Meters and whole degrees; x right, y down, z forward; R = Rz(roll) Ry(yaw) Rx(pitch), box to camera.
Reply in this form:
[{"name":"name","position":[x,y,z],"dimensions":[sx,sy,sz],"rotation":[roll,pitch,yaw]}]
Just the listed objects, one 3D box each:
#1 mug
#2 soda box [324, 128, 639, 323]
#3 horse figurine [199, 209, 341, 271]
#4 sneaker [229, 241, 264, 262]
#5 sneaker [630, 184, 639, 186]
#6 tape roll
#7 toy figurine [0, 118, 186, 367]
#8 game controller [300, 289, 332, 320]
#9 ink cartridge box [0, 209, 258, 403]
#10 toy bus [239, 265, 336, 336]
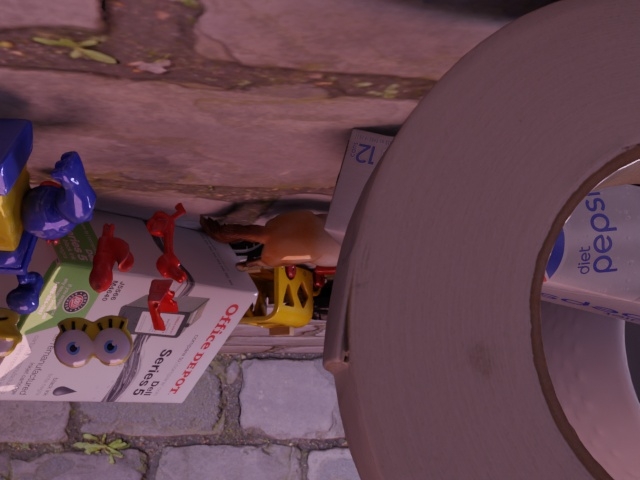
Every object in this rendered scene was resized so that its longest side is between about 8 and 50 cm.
[{"name":"mug","position":[0.369,0.185,0.932],"dimensions":[0.374,0.276,0.328],"rotation":[42,154,-6]},{"name":"soda box","position":[0.155,-0.009,0.676],"dimensions":[0.286,0.091,0.098],"rotation":[14,171,14]},{"name":"horse figurine","position":[0.000,0.000,0.937],"dimensions":[0.263,0.066,0.174],"rotation":[2,169,-15]},{"name":"sneaker","position":[-0.100,0.018,1.072],"dimensions":[0.109,0.040,0.044],"rotation":[-8,168,30]},{"name":"sneaker","position":[0.293,-0.046,0.718],"dimensions":[0.106,0.078,0.234],"rotation":[-12,166,32]},{"name":"tape roll","position":[0.198,0.052,0.447],"dimensions":[0.392,0.392,0.072],"rotation":[1,168,-7]},{"name":"toy figurine","position":[-0.293,-0.050,0.653],"dimensions":[0.363,0.191,0.217],"rotation":[6,138,3]},{"name":"game controller","position":[0.123,0.100,1.449],"dimensions":[0.319,0.067,0.166],"rotation":[-2,-178,8]},{"name":"ink cartridge box","position":[-0.238,0.080,0.958],"dimensions":[0.273,0.115,0.198],"rotation":[12,121,-46]},{"name":"toy bus","position":[-0.061,0.092,1.260],"dimensions":[0.202,0.104,0.191],"rotation":[4,167,-19]}]
